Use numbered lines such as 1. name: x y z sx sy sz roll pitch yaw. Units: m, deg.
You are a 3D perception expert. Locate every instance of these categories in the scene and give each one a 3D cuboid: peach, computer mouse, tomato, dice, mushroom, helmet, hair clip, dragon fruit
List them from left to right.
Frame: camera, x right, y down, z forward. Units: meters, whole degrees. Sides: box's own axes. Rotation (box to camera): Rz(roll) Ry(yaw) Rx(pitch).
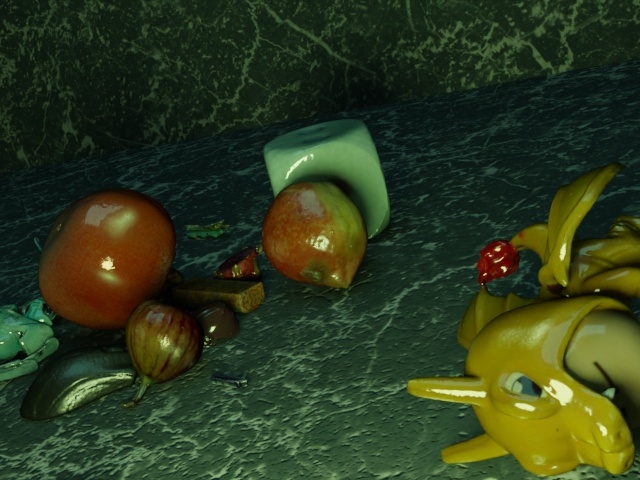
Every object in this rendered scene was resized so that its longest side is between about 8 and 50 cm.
1. computer mouse: -0.465 0.261 1.627 0.264 0.088 0.147 -19 22 -19
2. tomato: -0.482 0.026 1.876 0.272 0.342 0.341 21 1 -31
3. mushroom: -0.371 0.100 2.003 0.088 0.073 0.129 22 18 -18
4. hair clip: -0.322 -0.029 2.348 0.172 0.049 0.049 -5 22 39
5. helmet: -0.231 0.168 1.710 0.123 0.071 0.098 -17 20 -8
6. dragon fruit: -0.188 0.069 1.960 0.126 0.068 0.112 -39 17 -23
7. peach: 0.000 0.000 1.798 0.232 0.257 0.232 -22 -20 -8
8. dice: 0.015 -0.139 2.059 0.264 0.268 0.262 -17 20 -1

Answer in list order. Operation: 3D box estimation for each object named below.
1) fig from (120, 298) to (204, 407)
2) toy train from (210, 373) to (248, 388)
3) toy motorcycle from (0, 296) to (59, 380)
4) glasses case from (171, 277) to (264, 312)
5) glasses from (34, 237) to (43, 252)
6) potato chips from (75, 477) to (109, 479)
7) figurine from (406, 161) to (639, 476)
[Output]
1. fig: -0.295 0.207 1.586 0.149 0.202 0.148 -13 -14 10
2. toy train: -0.165 0.255 1.506 0.083 0.017 0.017 0 27 37
3. toy motorcycle: -0.704 0.223 1.833 0.260 0.154 0.206 -15 43 -11
4. glasses case: -0.229 0.123 1.861 0.218 0.049 0.075 1 19 38
5. glasses: -0.727 0.116 2.068 0.189 0.221 0.088 -17 -19 0
6. potato chips: -0.484 0.445 1.123 0.389 0.097 0.373 -14 19 -1
7. figurine: 0.318 0.133 1.155 0.387 0.268 0.401 -54 6 -36
